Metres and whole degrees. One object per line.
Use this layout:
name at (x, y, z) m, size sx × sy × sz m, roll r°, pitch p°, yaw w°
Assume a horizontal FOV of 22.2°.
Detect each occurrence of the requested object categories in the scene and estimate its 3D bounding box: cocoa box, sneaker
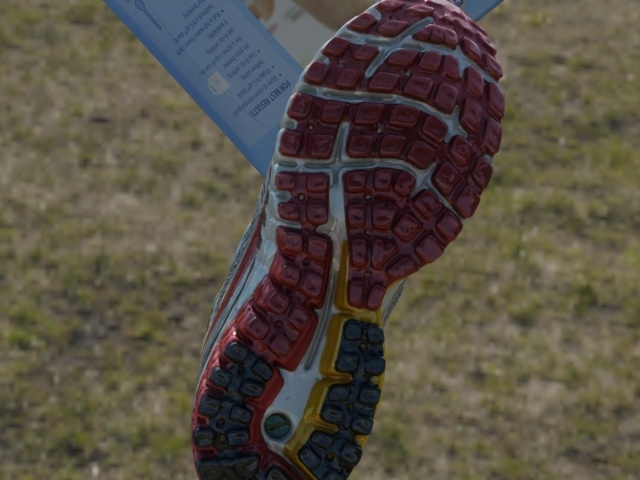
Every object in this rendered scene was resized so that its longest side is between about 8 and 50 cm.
cocoa box at (0.038, -0.248, 1.168) m, size 0.231 × 0.347 × 0.228 m, roll 48°, pitch 42°, yaw -6°
sneaker at (0.000, 0.000, 0.674) m, size 0.088 × 0.225 × 0.092 m, roll 27°, pitch -4°, yaw -12°
